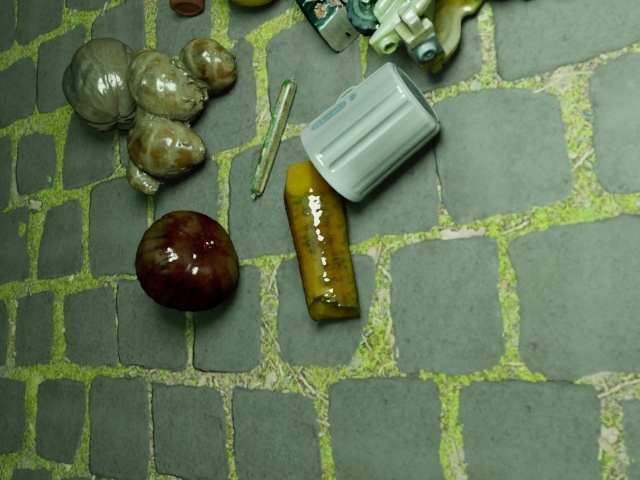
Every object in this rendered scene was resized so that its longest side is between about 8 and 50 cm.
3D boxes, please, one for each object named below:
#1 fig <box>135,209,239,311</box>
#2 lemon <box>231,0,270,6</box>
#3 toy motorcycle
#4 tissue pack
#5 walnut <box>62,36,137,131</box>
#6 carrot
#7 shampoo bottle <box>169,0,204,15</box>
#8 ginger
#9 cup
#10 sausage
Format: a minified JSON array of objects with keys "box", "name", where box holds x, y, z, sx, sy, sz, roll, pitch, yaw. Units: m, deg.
[{"box":[-0.306,0.072,1.312,0.321,0.216,0.217,-40,61,56],"name":"fig"},{"box":[-0.152,-0.577,1.251,0.206,0.173,0.174,1,86,47],"name":"lemon"},{"box":[0.237,-0.443,0.972,0.410,0.168,0.237,-32,60,18],"name":"toy motorcycle"},{"box":[0.005,-0.469,1.176,0.090,0.103,0.170,-37,66,18],"name":"tissue pack"},{"box":[-0.524,-0.380,1.471,0.224,0.224,0.225,-4,83,34],"name":"walnut"},{"box":[0.000,0.000,1.127,0.114,0.114,0.302,-17,76,32],"name":"carrot"},{"box":[-0.315,-0.664,1.426,0.085,0.085,0.245,-7,79,33],"name":"shampoo bottle"},{"box":[-0.339,-0.279,1.351,0.256,0.176,0.376,21,97,18],"name":"ginger"},{"box":[0.079,-0.213,1.063,0.202,0.166,0.221,-37,68,22],"name":"cup"},{"box":[-0.100,-0.216,1.261,0.032,0.032,0.269,23,98,34],"name":"sausage"}]
